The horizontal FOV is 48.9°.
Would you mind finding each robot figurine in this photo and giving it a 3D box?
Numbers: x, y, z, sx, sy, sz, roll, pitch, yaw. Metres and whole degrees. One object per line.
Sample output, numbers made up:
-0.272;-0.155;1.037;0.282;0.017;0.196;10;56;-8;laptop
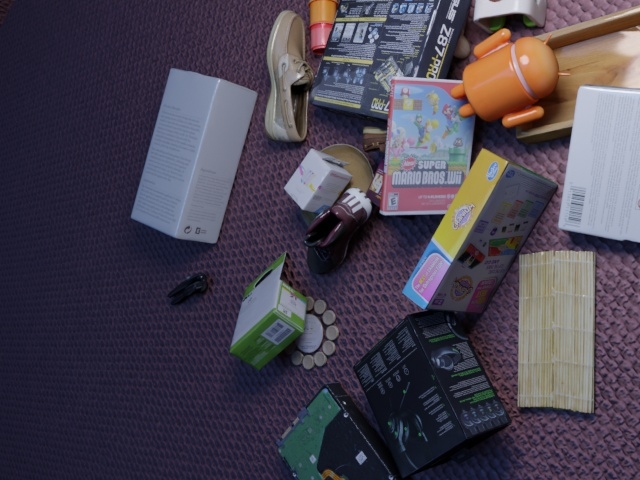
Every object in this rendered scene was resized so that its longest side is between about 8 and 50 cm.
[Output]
0.369;-0.313;1.379;0.219;0.128;0.158;-23;55;36;robot figurine

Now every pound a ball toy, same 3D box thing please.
0.366;-0.568;1.500;0.208;0.136;0.319;5;87;39;pound a ball toy

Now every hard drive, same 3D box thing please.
0.055;0.535;1.647;0.339;0.064;0.237;49;113;31;hard drive

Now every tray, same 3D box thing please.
0.576;-0.326;1.341;0.411;0.076;0.203;-8;79;37;tray

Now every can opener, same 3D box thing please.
-0.393;0.141;2.062;0.186;0.073;0.059;-25;77;43;can opener

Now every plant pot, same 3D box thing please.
0.045;-0.123;1.763;0.236;0.032;0.236;-5;82;38;plant pot

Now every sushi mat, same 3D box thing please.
0.466;0.177;1.395;0.151;0.019;0.316;-2;82;40;sushi mat

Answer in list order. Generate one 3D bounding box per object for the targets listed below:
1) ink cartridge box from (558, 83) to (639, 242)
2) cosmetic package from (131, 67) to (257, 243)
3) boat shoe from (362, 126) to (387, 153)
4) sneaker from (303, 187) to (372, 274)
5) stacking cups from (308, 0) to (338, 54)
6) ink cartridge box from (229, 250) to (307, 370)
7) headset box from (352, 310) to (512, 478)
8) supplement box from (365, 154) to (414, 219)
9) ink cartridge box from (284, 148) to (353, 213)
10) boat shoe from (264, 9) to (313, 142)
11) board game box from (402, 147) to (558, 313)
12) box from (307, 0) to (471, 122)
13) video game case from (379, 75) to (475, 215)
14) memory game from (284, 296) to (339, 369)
0.574;-0.134;1.277;0.239;0.060;0.275;14;111;32;ink cartridge box
-0.365;-0.241;2.022;0.230;0.161;0.453;21;98;39;cosmetic package
0.163;-0.216;1.560;0.178;0.064;0.060;13;97;46;boat shoe
0.000;0.000;1.653;0.106;0.162;0.281;42;133;15;sneaker
0.000;-0.644;1.832;0.096;0.096;0.316;0;85;39;stacking cups
-0.124;0.175;1.815;0.189;0.097;0.255;-43;22;29;ink cartridge box
0.224;0.322;1.449;0.246;0.131;0.283;-54;52;46;headset box
0.195;-0.154;1.615;0.104;0.081;0.188;33;104;37;supplement box
0.000;-0.149;1.723;0.143;0.092;0.090;-54;55;18;ink cartridge box
-0.067;-0.428;1.846;0.110;0.122;0.341;9;100;34;boat shoe
0.320;-0.006;1.394;0.064;0.242;0.316;38;107;37;board game box
0.145;-0.434;1.618;0.395;0.097;0.318;26;99;55;box
0.230;-0.195;1.484;0.025;0.204;0.285;-149;60;-63;video game case
-0.028;0.234;1.786;0.186;0.012;0.186;-6;80;38;memory game
